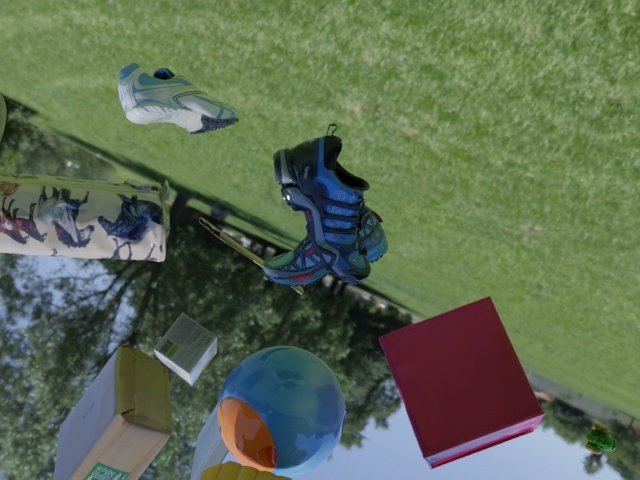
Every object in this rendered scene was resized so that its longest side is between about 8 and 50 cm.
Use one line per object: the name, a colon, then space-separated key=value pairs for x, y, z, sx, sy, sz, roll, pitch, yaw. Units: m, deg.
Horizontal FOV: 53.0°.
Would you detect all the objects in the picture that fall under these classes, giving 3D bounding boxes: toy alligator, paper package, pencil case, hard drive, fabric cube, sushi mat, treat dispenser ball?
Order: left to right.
pencil case: x=-0.505 y=-0.058 z=1.267 sx=0.410 sy=0.183 sz=0.160 roll=5 pitch=-153 yaw=-19
paper package: x=-0.555 y=0.506 z=1.723 sx=0.168 sy=0.325 sz=0.309 roll=33 pitch=-167 yaw=-27
hard drive: x=-0.285 y=0.535 z=1.760 sx=0.040 sy=0.203 sz=0.307 roll=31 pitch=-177 yaw=-10
sushi mat: x=-0.178 y=0.042 z=1.691 sx=0.316 sy=0.019 sz=0.151 roll=38 pitch=176 yaw=-37
treat dispenser ball: x=-0.087 y=0.382 z=1.445 sx=0.288 sy=0.288 sz=0.288 roll=27 pitch=178 yaw=1
fabric cube: x=0.297 y=0.314 z=1.381 sx=0.259 sy=0.254 sz=0.258 roll=65 pitch=-176 yaw=-63
toy alligator: x=0.584 y=0.412 z=1.321 sx=0.051 sy=0.056 sz=0.189 roll=21 pitch=176 yaw=32

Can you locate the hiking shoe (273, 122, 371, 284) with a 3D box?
hiking shoe: x=0.036 y=-0.045 z=1.117 sx=0.304 sy=0.132 sz=0.113 roll=58 pitch=-165 yaw=-33

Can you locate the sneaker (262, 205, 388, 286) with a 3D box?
sneaker: x=0.000 y=0.000 z=1.293 sx=0.104 sy=0.262 sz=0.125 roll=-121 pitch=14 yaw=-61

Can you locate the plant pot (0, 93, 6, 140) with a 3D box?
plant pot: x=-0.797 y=-0.205 z=1.311 sx=0.284 sy=0.284 sz=0.191 roll=30 pitch=-141 yaw=-54

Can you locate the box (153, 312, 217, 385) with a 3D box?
box: x=-0.328 y=0.272 z=1.584 sx=0.103 sy=0.114 sz=0.203 roll=34 pitch=158 yaw=4

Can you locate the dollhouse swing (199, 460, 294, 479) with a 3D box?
dollhouse swing: x=-0.102 y=0.501 z=1.122 sx=0.347 sy=0.305 sz=0.315 roll=15 pitch=137 yaw=4

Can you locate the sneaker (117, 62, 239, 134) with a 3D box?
sneaker: x=-0.199 y=-0.206 z=0.948 sx=0.085 sy=0.086 sz=0.237 roll=-10 pitch=177 yaw=26
